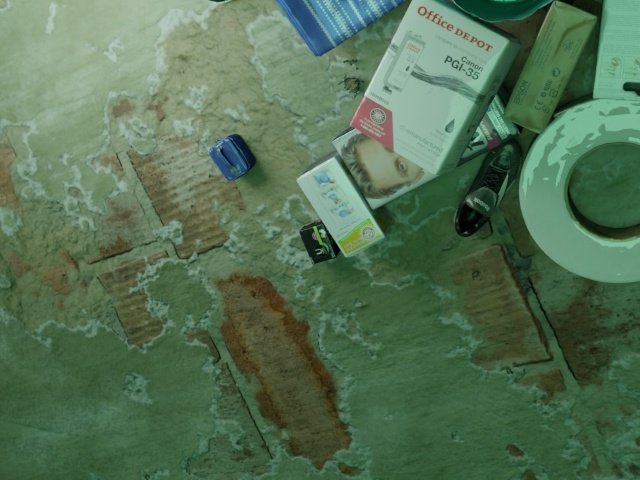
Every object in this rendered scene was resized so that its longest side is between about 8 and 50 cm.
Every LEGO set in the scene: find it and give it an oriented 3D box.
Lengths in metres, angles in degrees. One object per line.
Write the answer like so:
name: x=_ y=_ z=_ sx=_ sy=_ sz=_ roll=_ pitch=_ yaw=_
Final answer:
LEGO set: x=0.067 y=-0.337 z=2.015 sx=0.054 sy=0.023 sz=0.083 roll=15 pitch=101 yaw=8

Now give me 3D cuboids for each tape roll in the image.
tape roll: x=0.590 y=-0.106 z=1.918 sx=0.392 sy=0.072 sz=0.392 roll=6 pitch=112 yaw=15

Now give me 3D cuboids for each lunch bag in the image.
lunch bag: x=-0.196 y=-0.185 z=2.124 sx=0.067 sy=0.065 sz=0.098 roll=-32 pitch=99 yaw=24

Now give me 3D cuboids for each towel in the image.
towel: x=0.061 y=-0.541 z=1.883 sx=0.336 sy=0.040 sz=0.243 roll=-31 pitch=109 yaw=15

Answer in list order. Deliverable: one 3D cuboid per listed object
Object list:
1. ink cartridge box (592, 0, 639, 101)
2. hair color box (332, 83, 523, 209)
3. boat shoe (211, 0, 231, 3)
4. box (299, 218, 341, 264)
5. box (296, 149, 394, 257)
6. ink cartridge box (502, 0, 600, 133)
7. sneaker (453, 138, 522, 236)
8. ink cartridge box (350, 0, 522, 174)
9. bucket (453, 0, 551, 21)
ink cartridge box: x=0.611 y=-0.374 z=1.805 sx=0.181 sy=0.056 sz=0.225 roll=6 pitch=106 yaw=14
hair color box: x=0.218 y=-0.219 z=1.966 sx=0.347 sy=0.105 sz=0.174 roll=-27 pitch=99 yaw=24
boat shoe: x=-0.144 y=-0.607 z=1.919 sx=0.127 sy=0.113 sz=0.340 roll=46 pitch=116 yaw=-5
box: x=0.000 y=0.000 z=2.144 sx=0.062 sy=0.052 sz=0.083 roll=-17 pitch=106 yaw=21
box: x=0.056 y=-0.084 z=2.060 sx=0.103 sy=0.114 sz=0.203 roll=-29 pitch=101 yaw=23
ink cartridge box: x=0.432 y=-0.338 z=1.807 sx=0.088 sy=0.193 sz=0.235 roll=24 pitch=115 yaw=6
sneaker: x=0.341 y=-0.098 z=1.975 sx=0.078 sy=0.106 sz=0.234 roll=30 pitch=116 yaw=3
ink cartridge box: x=0.215 y=-0.296 z=1.817 sx=0.207 sy=0.117 sz=0.283 roll=32 pitch=109 yaw=16
bucket: x=0.339 y=-0.543 z=1.752 sx=0.281 sy=0.183 sz=0.281 roll=3 pitch=108 yaw=10
